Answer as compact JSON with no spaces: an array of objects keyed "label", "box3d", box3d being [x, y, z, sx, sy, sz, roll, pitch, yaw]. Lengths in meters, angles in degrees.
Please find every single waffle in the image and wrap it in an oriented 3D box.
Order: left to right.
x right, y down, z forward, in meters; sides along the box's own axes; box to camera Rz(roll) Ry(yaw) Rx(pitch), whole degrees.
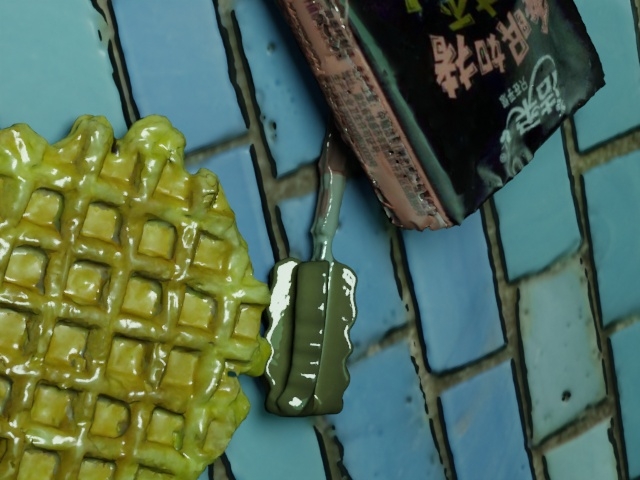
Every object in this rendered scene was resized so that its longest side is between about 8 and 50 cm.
[{"label":"waffle","box3d":[-0.184,0.066,1.008,0.302,0.068,0.325,-33,109,-19]}]

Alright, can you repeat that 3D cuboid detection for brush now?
[{"label":"brush","box3d":[0.000,0.000,1.133,0.084,0.071,0.301,10,86,-50]}]

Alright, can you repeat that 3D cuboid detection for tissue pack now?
[{"label":"tissue pack","box3d":[0.082,-0.199,1.099,0.245,0.123,0.332,-42,116,-26]}]
